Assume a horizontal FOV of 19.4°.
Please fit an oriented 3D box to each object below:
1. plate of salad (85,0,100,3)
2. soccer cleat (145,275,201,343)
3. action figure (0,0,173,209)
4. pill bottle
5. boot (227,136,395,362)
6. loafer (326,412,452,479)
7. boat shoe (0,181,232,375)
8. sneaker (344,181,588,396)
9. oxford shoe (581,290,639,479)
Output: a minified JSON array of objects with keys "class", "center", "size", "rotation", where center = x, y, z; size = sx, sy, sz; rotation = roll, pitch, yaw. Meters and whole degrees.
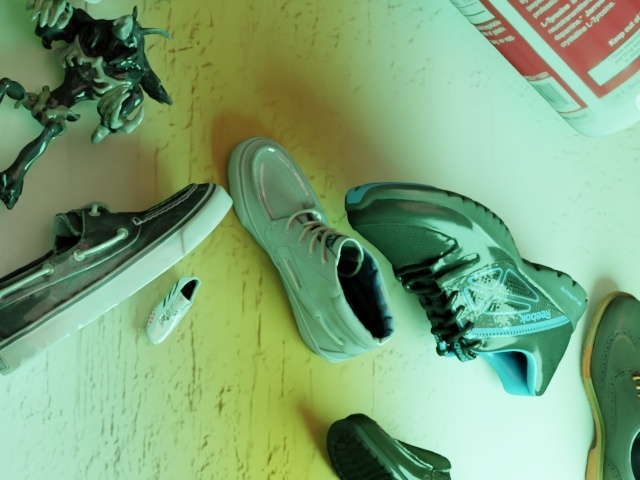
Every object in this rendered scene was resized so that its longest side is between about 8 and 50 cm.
[{"class":"plate of salad","center":[-0.268,-0.315,1.807],"size":[0.048,0.200,0.200],"rotation":[-25,93,13]},{"class":"soccer cleat","center":[-0.150,0.069,1.911],"size":[0.029,0.035,0.083],"rotation":[42,63,-16]},{"class":"action figure","center":[-0.244,-0.156,1.848],"size":[0.164,0.141,0.276],"rotation":[44,63,-1]},{"class":"pill bottle","center":[0.247,-0.328,2.107],"size":[0.407,0.229,0.229],"rotation":[44,62,-15]},{"class":"boot","center":[0.000,0.000,1.959],"size":[0.095,0.123,0.258],"rotation":[-29,94,-31]},{"class":"loafer","center":[0.094,0.253,1.995],"size":[0.220,0.080,0.078],"rotation":[46,52,-19]},{"class":"boat shoe","center":[-0.221,0.010,1.850],"size":[0.301,0.108,0.102],"rotation":[-36,99,-23]},{"class":"sneaker","center":[0.155,0.050,2.017],"size":[0.341,0.125,0.140],"rotation":[32,68,-30]},{"class":"oxford shoe","center":[0.364,0.188,2.140],"size":[0.097,0.098,0.271],"rotation":[5,77,-29]}]
